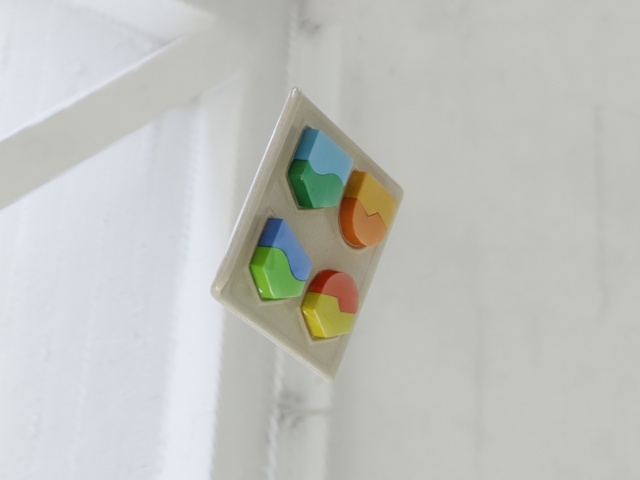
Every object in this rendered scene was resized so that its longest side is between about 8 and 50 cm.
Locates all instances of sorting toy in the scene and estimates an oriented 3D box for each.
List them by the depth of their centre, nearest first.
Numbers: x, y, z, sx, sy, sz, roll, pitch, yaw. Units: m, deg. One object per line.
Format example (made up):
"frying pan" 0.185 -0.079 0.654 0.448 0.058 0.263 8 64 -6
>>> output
"sorting toy" 0.000 0.000 1.326 0.208 0.038 0.193 43 -118 -50
